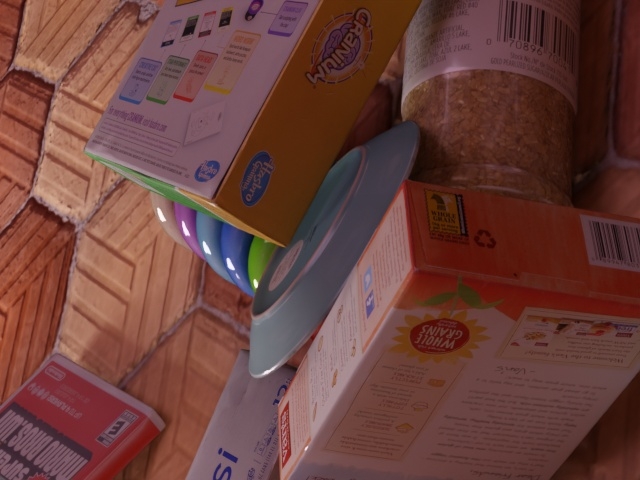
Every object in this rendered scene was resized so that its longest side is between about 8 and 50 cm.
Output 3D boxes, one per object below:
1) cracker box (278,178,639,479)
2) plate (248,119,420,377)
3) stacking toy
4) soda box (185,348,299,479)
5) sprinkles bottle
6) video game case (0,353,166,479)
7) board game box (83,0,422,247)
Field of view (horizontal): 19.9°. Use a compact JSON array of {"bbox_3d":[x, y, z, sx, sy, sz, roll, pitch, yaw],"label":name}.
[{"bbox_3d":[0.082,0.069,1.036,0.232,0.155,0.067,118,155,-48],"label":"cracker box"},{"bbox_3d":[0.000,0.000,1.135,0.188,0.024,0.188,-54,12,17],"label":"plate"},{"bbox_3d":[0.002,0.010,1.290,0.141,0.141,0.330,-59,38,9],"label":"stacking toy"},{"bbox_3d":[-0.053,0.227,1.250,0.098,0.091,0.286,18,84,56],"label":"soda box"},{"bbox_3d":[0.117,-0.161,1.235,0.121,0.121,0.355,-25,50,45],"label":"sprinkles bottle"},{"bbox_3d":[-0.278,0.220,1.525,0.285,0.025,0.204,-45,29,-16],"label":"video game case"},{"bbox_3d":[-0.022,-0.167,1.240,0.317,0.064,0.242,-61,29,-3],"label":"board game box"}]
